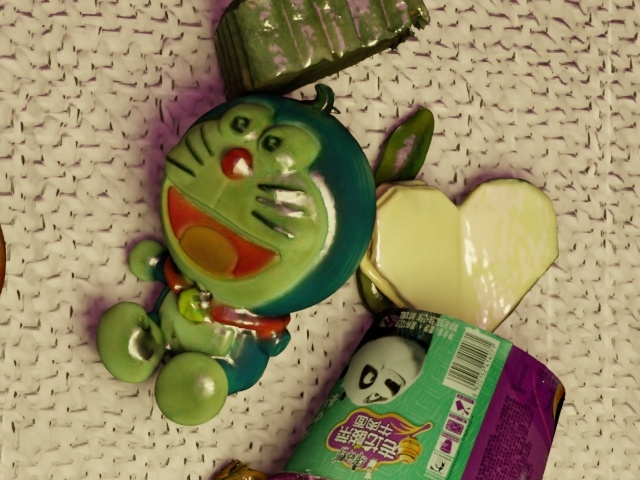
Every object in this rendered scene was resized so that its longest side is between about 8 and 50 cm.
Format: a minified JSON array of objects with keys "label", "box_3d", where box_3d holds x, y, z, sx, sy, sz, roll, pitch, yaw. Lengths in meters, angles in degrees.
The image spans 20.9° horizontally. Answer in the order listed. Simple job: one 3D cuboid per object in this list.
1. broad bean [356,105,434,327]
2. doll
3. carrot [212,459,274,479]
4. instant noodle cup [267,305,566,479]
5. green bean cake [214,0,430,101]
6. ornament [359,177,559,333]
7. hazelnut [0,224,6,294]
[{"label":"broad bean","box_3d":[0.069,-0.023,1.690,0.069,0.039,0.227,10,86,-21]},{"label":"doll","box_3d":[-0.068,0.001,1.574,0.198,0.186,0.322,38,107,22]},{"label":"carrot","box_3d":[-0.125,0.302,1.613,0.069,0.069,0.229,39,78,-8]},{"label":"instant noodle cup","box_3d":[0.102,0.186,1.589,0.251,0.251,0.190,28,72,-10]},{"label":"green bean cake","box_3d":[-0.007,-0.201,1.613,0.181,0.173,0.094,-21,90,-13]},{"label":"ornament","box_3d":[0.132,0.030,1.673,0.201,0.059,0.180,-3,93,-24]},{"label":"hazelnut","box_3d":[-0.364,0.040,1.519,0.208,0.208,0.208,1,86,-13]}]
